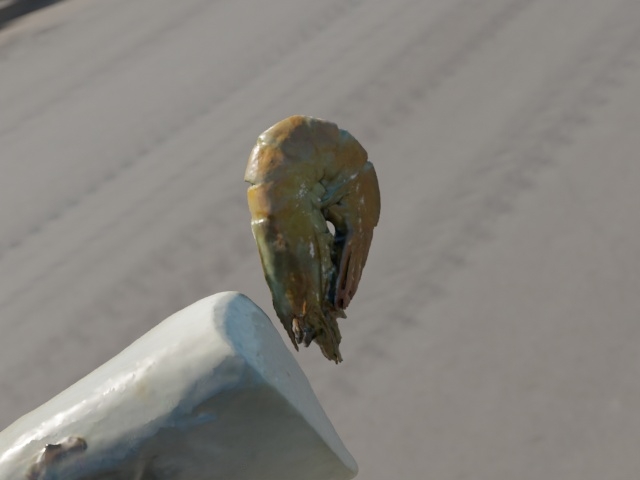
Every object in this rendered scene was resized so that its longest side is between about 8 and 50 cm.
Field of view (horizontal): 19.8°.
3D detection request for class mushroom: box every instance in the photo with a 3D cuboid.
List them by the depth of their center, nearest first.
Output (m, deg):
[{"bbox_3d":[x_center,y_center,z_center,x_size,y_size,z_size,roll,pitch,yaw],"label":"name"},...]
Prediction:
[{"bbox_3d":[-0.183,0.204,1.372,0.397,0.177,0.126,-31,3,6],"label":"mushroom"}]

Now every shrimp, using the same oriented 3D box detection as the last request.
[{"bbox_3d":[0.001,0.000,1.554,0.115,0.217,0.051,-10,6,-7],"label":"shrimp"}]
